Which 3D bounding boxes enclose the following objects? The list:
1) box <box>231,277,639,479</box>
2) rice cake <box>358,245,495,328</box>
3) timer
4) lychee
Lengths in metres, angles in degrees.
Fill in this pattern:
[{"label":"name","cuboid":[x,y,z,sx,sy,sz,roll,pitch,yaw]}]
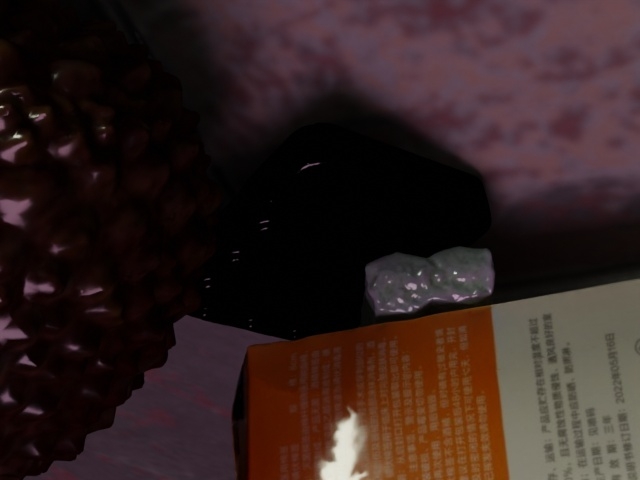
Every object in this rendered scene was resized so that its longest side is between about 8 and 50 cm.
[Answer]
[{"label":"box","cuboid":[0.139,0.146,0.793,0.341,0.143,0.225,-10,146,15]},{"label":"rice cake","cuboid":[0.063,0.077,0.850,0.085,0.040,0.226,-3,148,-4]},{"label":"timer","cuboid":[0.000,0.000,0.809,0.144,0.055,0.187,16,141,-32]},{"label":"lychee","cuboid":[-0.218,0.000,0.725,0.330,0.306,0.306,-22,127,5]}]
